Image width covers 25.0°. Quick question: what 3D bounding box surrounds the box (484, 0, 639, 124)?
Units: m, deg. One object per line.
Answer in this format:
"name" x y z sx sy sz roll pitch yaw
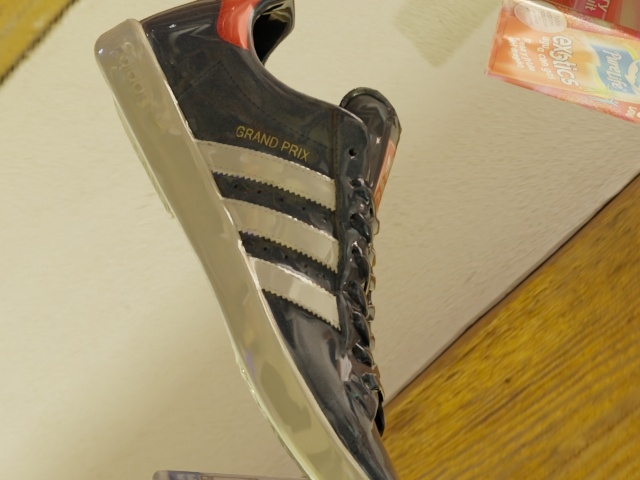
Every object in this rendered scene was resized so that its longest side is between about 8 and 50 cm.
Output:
"box" 0.241 -0.251 1.046 0.154 0.142 0.300 18 -107 6

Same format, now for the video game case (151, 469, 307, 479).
"video game case" 0.061 0.240 0.878 0.300 0.329 0.036 6 -72 -16

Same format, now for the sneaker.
"sneaker" 0.000 0.000 0.836 0.148 0.131 0.350 -25 -103 -6
